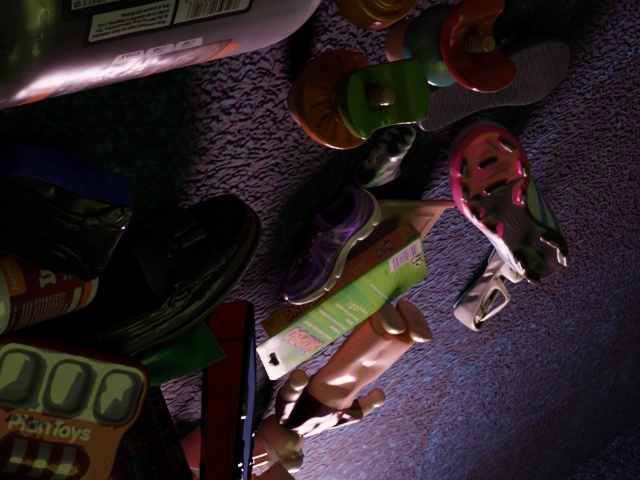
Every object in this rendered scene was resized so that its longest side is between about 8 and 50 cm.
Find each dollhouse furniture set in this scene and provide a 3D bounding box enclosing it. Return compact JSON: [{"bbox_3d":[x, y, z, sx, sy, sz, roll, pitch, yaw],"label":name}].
[{"bbox_3d":[-0.116,0.355,1.941,0.101,0.161,0.182,-35,153,-21],"label":"dollhouse furniture set"}]

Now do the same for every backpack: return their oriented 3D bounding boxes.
[{"bbox_3d":[-0.241,-0.030,1.208,0.120,0.101,0.098,16,117,-27],"label":"backpack"}]

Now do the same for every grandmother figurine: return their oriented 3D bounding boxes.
[{"bbox_3d":[0.013,0.219,1.992,0.208,0.104,0.342,26,118,-37],"label":"grandmother figurine"}]

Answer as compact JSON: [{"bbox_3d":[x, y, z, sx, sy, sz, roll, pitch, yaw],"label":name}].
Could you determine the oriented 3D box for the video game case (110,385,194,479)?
[{"bbox_3d":[-0.255,0.266,1.567,0.210,0.042,0.232,-30,114,-31],"label":"video game case"}]

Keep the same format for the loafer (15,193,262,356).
[{"bbox_3d":[-0.190,0.052,1.416,0.302,0.109,0.095,-39,151,-7],"label":"loafer"}]

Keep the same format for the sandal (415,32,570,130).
[{"bbox_3d":[0.211,-0.210,1.717,0.254,0.054,0.097,-18,138,-30],"label":"sandal"}]

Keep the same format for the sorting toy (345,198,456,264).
[{"bbox_3d":[0.071,0.013,1.859,0.208,0.038,0.193,-50,156,23],"label":"sorting toy"}]

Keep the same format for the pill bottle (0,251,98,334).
[{"bbox_3d":[-0.286,0.040,1.259,0.152,0.086,0.086,-20,146,-45],"label":"pill bottle"}]

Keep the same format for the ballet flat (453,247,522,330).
[{"bbox_3d":[0.296,0.060,2.247,0.072,0.068,0.213,-9,138,-53],"label":"ballet flat"}]

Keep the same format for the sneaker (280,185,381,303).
[{"bbox_3d":[0.000,0.000,1.707,0.170,0.068,0.071,-55,141,0],"label":"sneaker"}]

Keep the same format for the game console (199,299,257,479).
[{"bbox_3d":[-0.107,0.276,1.637,0.060,0.342,0.386,0,158,-1],"label":"game console"}]

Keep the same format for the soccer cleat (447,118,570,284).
[{"bbox_3d":[0.247,-0.069,1.935,0.116,0.143,0.331,-31,133,5],"label":"soccer cleat"}]

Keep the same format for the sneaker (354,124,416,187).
[{"bbox_3d":[0.089,-0.104,1.699,0.098,0.038,0.069,-43,159,19],"label":"sneaker"}]

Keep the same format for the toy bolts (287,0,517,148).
[{"bbox_3d":[0.067,-0.215,1.426,0.228,0.158,0.218,-15,103,-33],"label":"toy bolts"}]

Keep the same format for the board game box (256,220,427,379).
[{"bbox_3d":[0.026,0.083,1.813,0.259,0.039,0.124,-36,153,-10],"label":"board game box"}]

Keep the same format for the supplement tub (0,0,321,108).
[{"bbox_3d":[-0.165,-0.204,0.916,0.338,0.207,0.207,-20,146,-43],"label":"supplement tub"}]

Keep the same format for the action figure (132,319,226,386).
[{"bbox_3d":[-0.235,0.132,1.477,0.232,0.137,0.063,-32,163,-8],"label":"action figure"}]

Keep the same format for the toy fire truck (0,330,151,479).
[{"bbox_3d":[-0.334,0.200,1.319,0.302,0.169,0.254,17,91,-30],"label":"toy fire truck"}]
